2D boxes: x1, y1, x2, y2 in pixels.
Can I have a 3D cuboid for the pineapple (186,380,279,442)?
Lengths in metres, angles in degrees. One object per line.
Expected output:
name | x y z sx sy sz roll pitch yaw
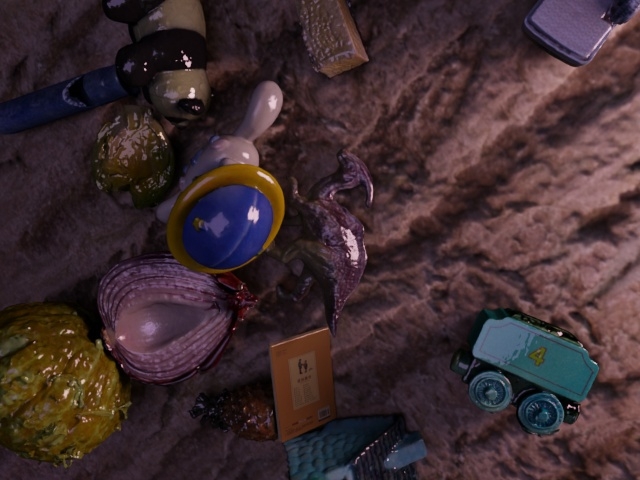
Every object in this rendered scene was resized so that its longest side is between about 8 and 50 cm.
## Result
pineapple | -0.152 0.307 0.883 0.197 0.108 0.108 -6 99 22

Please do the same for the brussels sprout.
brussels sprout | -0.312 -0.142 0.841 0.138 0.100 0.181 16 103 1

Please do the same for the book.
book | -0.028 0.244 0.838 0.012 0.118 0.172 8 105 55

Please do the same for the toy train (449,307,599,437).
toy train | 0.305 0.191 0.739 0.197 0.107 0.155 23 98 10

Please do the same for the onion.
onion | -0.232 0.120 0.855 0.283 0.120 0.227 -12 98 10

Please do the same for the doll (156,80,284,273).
doll | -0.123 -0.087 0.763 0.159 0.243 0.311 30 105 -23

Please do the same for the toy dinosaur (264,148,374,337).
toy dinosaur | -0.003 -0.001 0.794 0.162 0.077 0.295 7 100 21

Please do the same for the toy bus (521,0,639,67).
toy bus | 0.381 -0.371 0.590 0.109 0.136 0.330 37 107 3

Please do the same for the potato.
potato | 0.013 -0.315 0.739 0.086 0.061 0.122 -19 95 20

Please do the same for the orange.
orange | -0.461 0.229 0.854 0.223 0.301 0.300 -39 84 -9

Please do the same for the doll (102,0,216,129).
doll | -0.243 -0.296 0.769 0.135 0.143 0.235 -8 94 1

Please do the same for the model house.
model house | 0.088 0.453 0.806 0.240 0.226 0.262 -16 99 -13

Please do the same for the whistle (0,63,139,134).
whistle | -0.468 -0.248 0.879 0.304 0.062 0.062 -11 98 16
